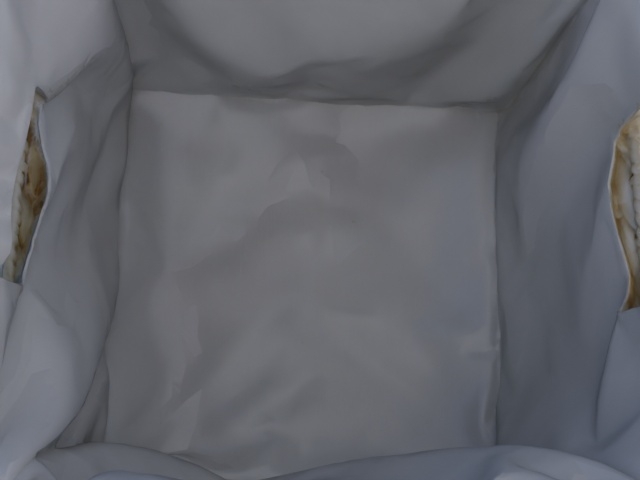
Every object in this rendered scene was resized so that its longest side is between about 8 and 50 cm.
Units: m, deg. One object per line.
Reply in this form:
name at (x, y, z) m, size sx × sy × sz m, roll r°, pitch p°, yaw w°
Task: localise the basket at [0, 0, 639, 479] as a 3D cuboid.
basket at (0.000, 0.000, 0.602) m, size 0.266 × 0.331 × 0.328 m, roll 107°, pitch 164°, yaw -72°
